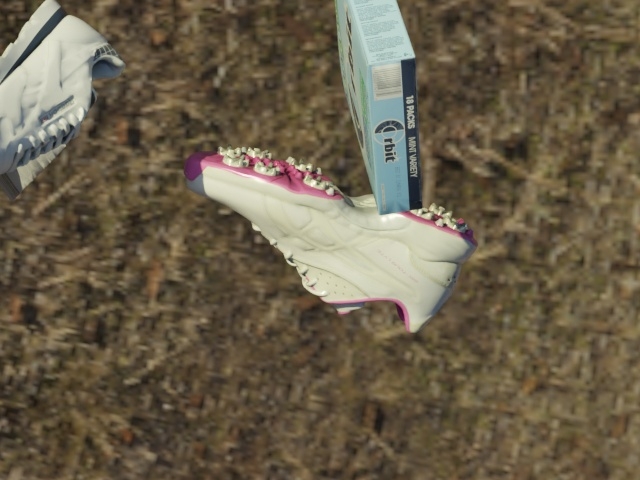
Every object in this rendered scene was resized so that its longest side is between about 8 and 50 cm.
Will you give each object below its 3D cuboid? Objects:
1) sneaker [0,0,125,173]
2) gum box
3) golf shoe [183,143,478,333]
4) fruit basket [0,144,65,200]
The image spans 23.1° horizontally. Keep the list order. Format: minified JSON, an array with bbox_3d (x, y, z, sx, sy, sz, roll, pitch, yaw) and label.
[{"bbox_3d":[-0.253,-0.110,1.355,0.095,0.090,0.235,37,54,-12],"label":"sneaker"},{"bbox_3d":[0.046,-0.140,1.304,0.041,0.184,0.157,-9,133,-3],"label":"gum box"},{"bbox_3d":[0.000,0.000,1.577,0.306,0.115,0.140,19,104,-6],"label":"golf shoe"},{"bbox_3d":[-0.417,-0.199,1.740,0.327,0.353,0.165,47,65,-7],"label":"fruit basket"}]
